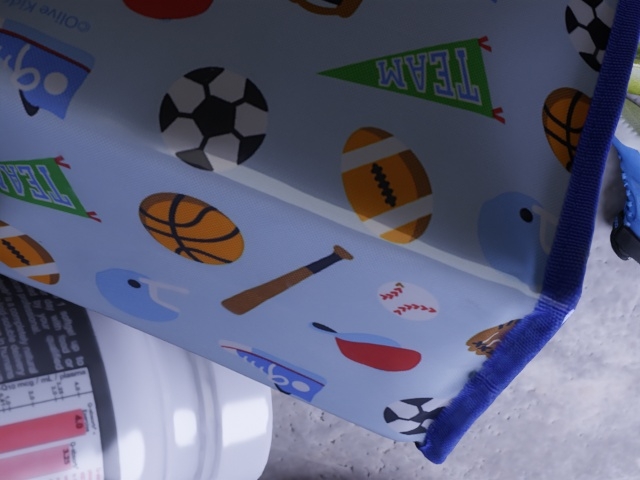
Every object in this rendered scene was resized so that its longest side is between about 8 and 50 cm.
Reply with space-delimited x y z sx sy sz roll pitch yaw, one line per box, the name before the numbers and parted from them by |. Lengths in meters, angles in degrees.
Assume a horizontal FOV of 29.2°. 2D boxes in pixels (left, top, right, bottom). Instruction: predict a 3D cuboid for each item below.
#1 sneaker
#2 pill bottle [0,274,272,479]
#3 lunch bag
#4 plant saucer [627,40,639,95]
sneaker | 0.235 -0.032 0.912 0.152 0.058 0.084 46 123 -4
pill bottle | -0.230 0.123 0.819 0.363 0.210 0.210 -9 116 -27
lunch bag | -0.001 -0.120 0.700 0.328 0.385 0.239 23 147 -4
plant saucer | 0.240 -0.187 0.853 0.188 0.045 0.188 11 112 -8
